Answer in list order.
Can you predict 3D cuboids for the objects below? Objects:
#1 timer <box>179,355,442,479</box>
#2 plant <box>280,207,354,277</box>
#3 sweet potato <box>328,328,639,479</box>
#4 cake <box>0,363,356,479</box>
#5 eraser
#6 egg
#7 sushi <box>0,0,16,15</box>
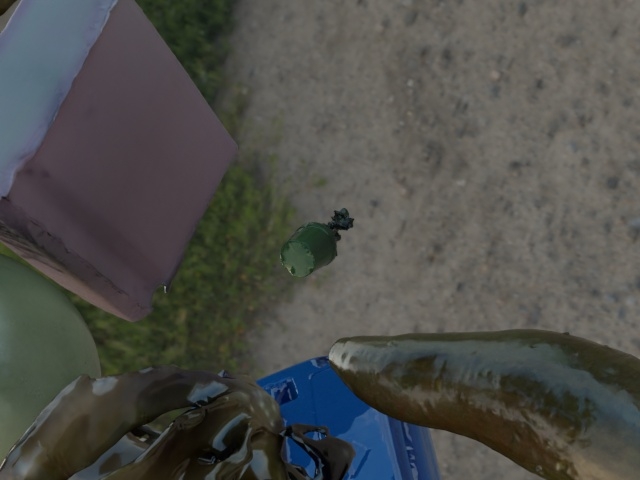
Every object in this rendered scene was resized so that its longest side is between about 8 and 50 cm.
[{"bbox_3d":[-0.034,0.271,1.176,0.309,0.115,0.340,-24,40,12],"label":"timer"},{"bbox_3d":[0.000,0.000,1.253,0.051,0.102,0.051,14,120,26],"label":"plant"},{"bbox_3d":[0.104,0.078,0.585,0.244,0.077,0.077,19,92,29],"label":"sweet potato"},{"bbox_3d":[-0.087,0.241,0.689,0.321,0.332,0.332,-52,40,15],"label":"cake"},{"bbox_3d":[-0.249,-0.093,1.357,0.122,0.359,0.272,19,75,22],"label":"eraser"},{"bbox_3d":[-0.347,0.120,1.211,0.269,0.219,0.219,33,108,8],"label":"egg"},{"bbox_3d":[-0.188,-0.148,0.428,0.274,0.139,0.184,-34,64,20],"label":"sushi"}]
